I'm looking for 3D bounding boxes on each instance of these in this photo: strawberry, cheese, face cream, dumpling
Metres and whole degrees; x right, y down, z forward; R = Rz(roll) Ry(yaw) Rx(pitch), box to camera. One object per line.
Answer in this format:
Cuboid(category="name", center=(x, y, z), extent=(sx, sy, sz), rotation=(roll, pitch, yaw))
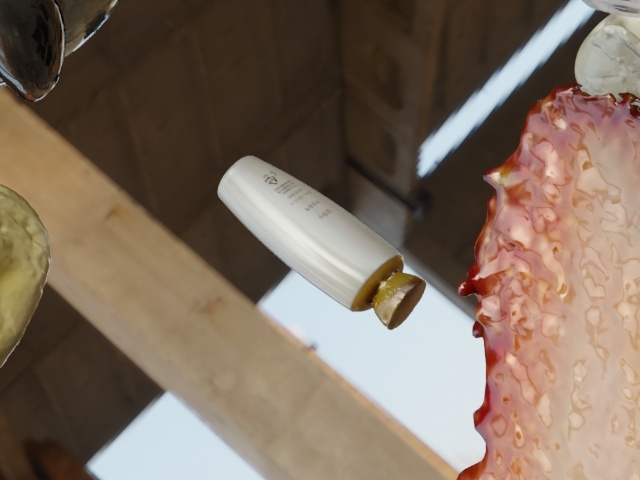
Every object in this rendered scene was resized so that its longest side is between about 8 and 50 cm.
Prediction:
Cuboid(category="strawberry", center=(0.124, 0.059, 0.468), extent=(0.087, 0.167, 0.208), rotation=(2, -82, -39))
Cuboid(category="cheese", center=(-0.365, 0.053, 1.421), extent=(0.214, 0.117, 0.226), rotation=(-19, 43, 48))
Cuboid(category="face cream", center=(0.000, 0.000, 1.123), extent=(0.072, 0.182, 0.051), rotation=(-36, -26, -43))
Cuboid(category="dumpling", center=(0.296, -0.133, 1.235), extent=(0.092, 0.150, 0.176), rotation=(-40, -25, -21))

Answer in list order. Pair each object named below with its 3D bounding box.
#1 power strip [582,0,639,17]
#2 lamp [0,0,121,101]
Cuboid(category="power strip", center=(0.083, -0.079, 0.372), extent=(0.191, 0.047, 0.030), rotation=(-8, -70, -71))
Cuboid(category="lamp", center=(-0.172, -0.163, 0.610), extent=(0.197, 0.244, 0.198), rotation=(-7, -75, -25))
